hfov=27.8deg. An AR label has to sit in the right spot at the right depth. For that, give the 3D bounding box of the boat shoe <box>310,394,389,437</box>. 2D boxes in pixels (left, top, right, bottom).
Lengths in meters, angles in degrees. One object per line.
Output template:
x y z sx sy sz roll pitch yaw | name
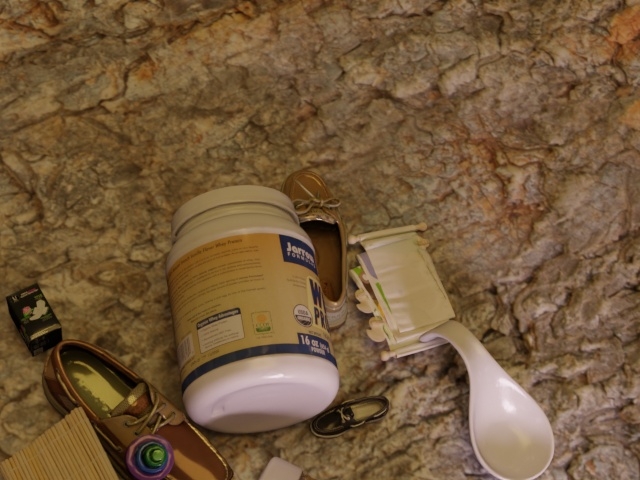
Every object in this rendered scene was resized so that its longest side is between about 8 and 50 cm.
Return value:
0.045 0.263 1.949 0.125 0.038 0.046 -11 63 -17 | boat shoe

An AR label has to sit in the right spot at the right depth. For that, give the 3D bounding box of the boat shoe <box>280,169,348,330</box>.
0.000 0.000 2.061 0.104 0.089 0.285 -6 62 -14 | boat shoe

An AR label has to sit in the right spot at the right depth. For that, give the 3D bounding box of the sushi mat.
-0.319 0.375 1.717 0.151 0.019 0.316 -38 52 1 | sushi mat

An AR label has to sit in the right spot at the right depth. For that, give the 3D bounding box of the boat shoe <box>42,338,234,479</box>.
-0.269 0.257 1.843 0.324 0.120 0.122 34 60 9 | boat shoe

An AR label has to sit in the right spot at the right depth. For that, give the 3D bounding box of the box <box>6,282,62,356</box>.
-0.426 0.118 1.927 0.052 0.062 0.083 -25 68 -21 | box

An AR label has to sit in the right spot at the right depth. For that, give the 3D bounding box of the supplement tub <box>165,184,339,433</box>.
-0.106 0.101 1.902 0.228 0.228 0.316 -4 62 -13 | supplement tub

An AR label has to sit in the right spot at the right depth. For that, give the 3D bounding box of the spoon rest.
0.252 0.239 1.965 0.137 0.084 0.276 -26 74 -25 | spoon rest

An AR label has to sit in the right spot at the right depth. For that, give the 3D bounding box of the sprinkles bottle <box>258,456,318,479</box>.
0.064 0.432 1.808 0.355 0.121 0.121 26 59 4 | sprinkles bottle

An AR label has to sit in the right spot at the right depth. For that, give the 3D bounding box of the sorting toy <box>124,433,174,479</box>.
-0.211 0.435 1.697 0.127 0.126 0.366 -1 78 -15 | sorting toy

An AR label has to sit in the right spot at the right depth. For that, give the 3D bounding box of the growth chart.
0.128 0.077 2.070 0.172 0.021 0.237 -5 62 -23 | growth chart
